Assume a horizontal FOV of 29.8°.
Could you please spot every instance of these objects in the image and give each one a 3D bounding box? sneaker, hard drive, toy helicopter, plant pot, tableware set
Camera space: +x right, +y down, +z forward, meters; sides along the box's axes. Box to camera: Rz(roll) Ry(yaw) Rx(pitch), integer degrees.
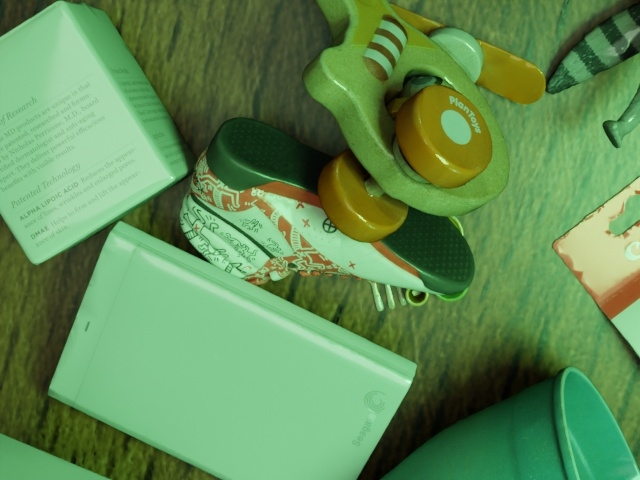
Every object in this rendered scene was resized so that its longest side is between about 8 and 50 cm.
[{"bbox_3d":[0.000,-0.001,1.123,0.270,0.090,0.145,27,136,-9],"label":"sneaker"},{"bbox_3d":[-0.090,0.133,1.150,0.307,0.040,0.203,26,118,0],"label":"hard drive"},{"bbox_3d":[0.059,-0.185,1.067,0.140,0.235,0.355,-36,82,45],"label":"toy helicopter"},{"bbox_3d":[0.158,0.285,1.086,0.255,0.271,0.272,-24,96,19],"label":"plant pot"},{"bbox_3d":[0.085,-0.009,1.161,0.104,0.024,0.154,-13,96,4],"label":"tableware set"}]

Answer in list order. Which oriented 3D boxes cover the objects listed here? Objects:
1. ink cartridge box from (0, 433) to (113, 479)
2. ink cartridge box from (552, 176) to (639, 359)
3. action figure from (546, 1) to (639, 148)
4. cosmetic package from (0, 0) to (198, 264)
[{"bbox_3d":[-0.315,0.389,0.970,0.166,0.285,0.395,21,96,6],"label":"ink cartridge box"},{"bbox_3d":[0.360,0.040,1.140,0.181,0.056,0.225,-38,96,6],"label":"ink cartridge box"},{"bbox_3d":[0.319,-0.283,1.079,0.330,0.178,0.341,-32,65,0],"label":"action figure"},{"bbox_3d":[-0.229,-0.101,1.100,0.151,0.151,0.184,-31,94,7],"label":"cosmetic package"}]
